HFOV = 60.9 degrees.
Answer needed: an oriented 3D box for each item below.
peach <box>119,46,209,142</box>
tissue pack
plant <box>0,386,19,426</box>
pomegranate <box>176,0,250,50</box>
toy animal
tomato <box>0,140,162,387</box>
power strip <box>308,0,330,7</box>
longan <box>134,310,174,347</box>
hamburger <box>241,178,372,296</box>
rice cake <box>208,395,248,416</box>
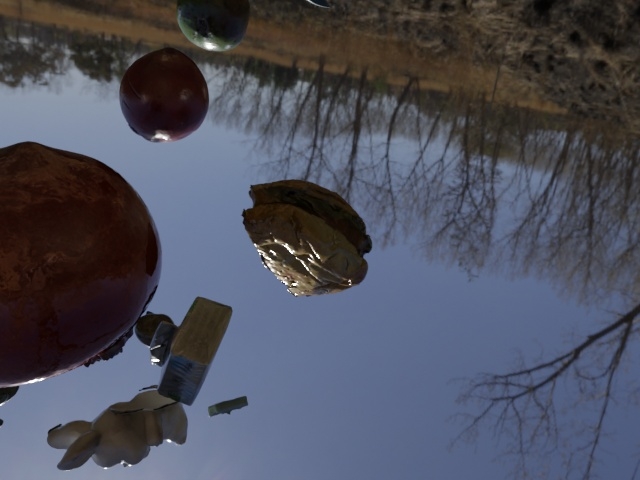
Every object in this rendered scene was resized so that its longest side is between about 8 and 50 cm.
[{"bbox_3d":[-0.323,-0.303,1.130,0.197,0.197,0.197,6,-162,-2],"label":"peach"},{"bbox_3d":[-0.311,0.246,1.241,0.145,0.229,0.159,24,-132,-7],"label":"tissue pack"},{"bbox_3d":[-0.934,0.476,1.447,0.149,0.274,0.146,43,-171,3],"label":"plant"},{"bbox_3d":[-0.249,-0.572,1.328,0.181,0.182,0.224,11,-128,11],"label":"pomegranate"},{"bbox_3d":[-0.465,0.451,1.304,0.325,0.154,0.208,6,-177,-36],"label":"toy animal"},{"bbox_3d":[-0.377,0.024,0.726,0.321,0.322,0.321,6,-162,-2],"label":"tomato"},{"bbox_3d":[0.011,-0.548,0.997,0.137,0.216,0.044,11,-142,-31],"label":"power strip"},{"bbox_3d":[-0.448,0.240,1.474,0.113,0.092,0.113,23,-141,-20],"label":"longan"},{"bbox_3d":[0.002,0.002,1.111,0.208,0.330,0.162,-1,-128,23],"label":"hamburger"},{"bbox_3d":[-0.264,0.482,1.575,0.030,0.042,0.180,-21,166,19],"label":"rice cake"}]
